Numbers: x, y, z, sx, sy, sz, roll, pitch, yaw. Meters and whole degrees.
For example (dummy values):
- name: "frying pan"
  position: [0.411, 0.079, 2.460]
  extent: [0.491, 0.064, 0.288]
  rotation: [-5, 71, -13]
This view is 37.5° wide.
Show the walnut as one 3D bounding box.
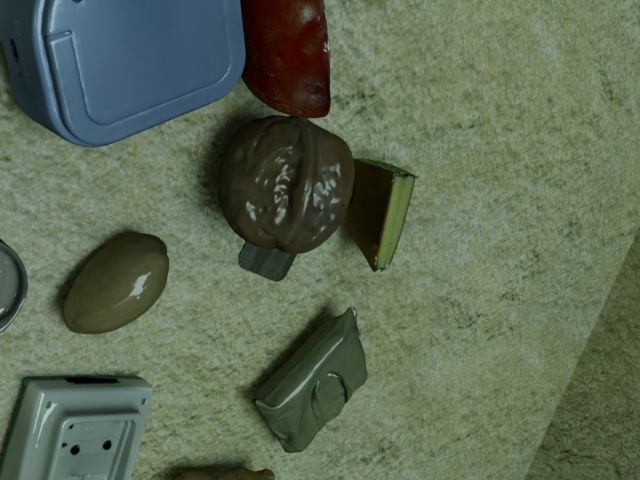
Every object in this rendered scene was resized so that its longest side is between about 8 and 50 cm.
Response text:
- name: "walnut"
  position: [-0.066, -0.110, 1.796]
  extent: [0.227, 0.273, 0.273]
  rotation: [-29, 141, -84]

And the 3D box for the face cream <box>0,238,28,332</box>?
- name: "face cream"
  position: [-0.550, 0.046, 1.382]
  extent: [0.175, 0.195, 0.175]
  rotation: [-23, 124, -38]

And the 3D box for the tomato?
- name: "tomato"
  position: [-0.083, -0.363, 1.626]
  extent: [0.143, 0.338, 0.338]
  rotation: [-14, 124, -10]

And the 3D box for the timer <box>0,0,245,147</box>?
- name: "timer"
  position: [-0.305, -0.360, 1.445]
  extent: [0.395, 0.173, 0.395]
  rotation: [-24, 127, -36]

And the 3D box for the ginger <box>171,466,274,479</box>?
- name: "ginger"
  position: [-0.209, 0.574, 2.088]
  extent: [0.190, 0.126, 0.354]
  rotation: [-47, 144, 12]

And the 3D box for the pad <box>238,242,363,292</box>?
- name: "pad"
  position: [-0.012, -0.006, 2.043]
  extent: [0.323, 0.055, 0.250]
  rotation: [27, 89, -33]

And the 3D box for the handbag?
- name: "handbag"
  position: [-0.011, 0.326, 2.185]
  extent: [0.316, 0.109, 0.253]
  rotation: [-45, 142, -21]

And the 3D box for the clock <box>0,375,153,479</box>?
- name: "clock"
  position: [-0.439, 0.373, 1.743]
  extent: [0.262, 0.116, 0.231]
  rotation: [9, 103, -50]

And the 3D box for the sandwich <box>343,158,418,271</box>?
- name: "sandwich"
  position: [0.125, -0.059, 2.111]
  extent: [0.122, 0.128, 0.236]
  rotation: [-7, 116, -49]

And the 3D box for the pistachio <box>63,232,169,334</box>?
- name: "pistachio"
  position: [-0.360, 0.081, 1.673]
  extent: [0.226, 0.136, 0.136]
  rotation: [-42, 136, -13]
